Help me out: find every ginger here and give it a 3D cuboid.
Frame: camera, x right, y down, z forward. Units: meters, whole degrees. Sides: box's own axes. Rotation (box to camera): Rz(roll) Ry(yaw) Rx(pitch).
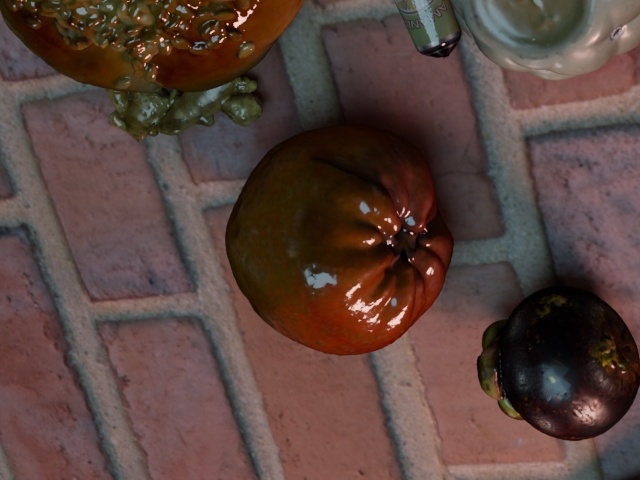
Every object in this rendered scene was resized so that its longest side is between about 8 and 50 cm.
[{"bbox_3d":[-0.181,-0.180,2.088,0.193,0.052,0.176,44,122,2],"label":"ginger"}]

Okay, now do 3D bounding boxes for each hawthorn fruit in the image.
[{"bbox_3d":[0.000,0.000,2.010,0.298,0.277,0.277,2,121,46],"label":"hawthorn fruit"}]

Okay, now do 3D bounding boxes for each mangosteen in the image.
[{"bbox_3d":[0.279,0.155,2.038,0.217,0.192,0.192,-18,111,40],"label":"mangosteen"}]

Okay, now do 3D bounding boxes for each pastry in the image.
[{"bbox_3d":[-0.208,-0.342,1.890,0.409,0.245,0.410,7,117,14],"label":"pastry"}]

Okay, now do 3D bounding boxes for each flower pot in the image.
[{"bbox_3d":[0.253,-0.292,1.784,0.246,0.195,0.246,11,120,19],"label":"flower pot"}]

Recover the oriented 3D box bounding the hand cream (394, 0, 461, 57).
[{"bbox_3d":[0.100,-0.317,1.919,0.086,0.055,0.235,-18,103,23],"label":"hand cream"}]
